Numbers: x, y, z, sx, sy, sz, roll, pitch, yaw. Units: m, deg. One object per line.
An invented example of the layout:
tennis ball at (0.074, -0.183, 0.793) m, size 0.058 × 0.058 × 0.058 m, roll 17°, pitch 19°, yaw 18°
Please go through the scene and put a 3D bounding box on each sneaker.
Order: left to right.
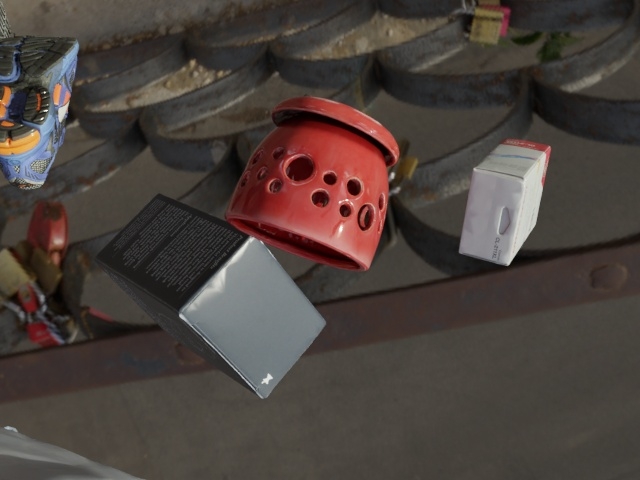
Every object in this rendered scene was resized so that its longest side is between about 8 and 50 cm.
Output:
sneaker at (-0.288, -0.135, 0.780) m, size 0.083 × 0.221 × 0.087 m, roll 3°, pitch 132°, yaw -4°

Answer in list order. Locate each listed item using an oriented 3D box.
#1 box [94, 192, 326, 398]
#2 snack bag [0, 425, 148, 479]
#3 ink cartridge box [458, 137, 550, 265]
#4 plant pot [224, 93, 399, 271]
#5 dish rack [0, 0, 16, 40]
box at (-0.236, 0.104, 1.644) m, size 0.212 × 0.395 × 0.293 m, roll -49°, pitch 129°, yaw -17°
snack bag at (-0.288, 0.110, 0.449) m, size 0.342 × 0.037 × 0.323 m, roll 13°, pitch 167°, yaw 16°
ink cartridge box at (0.258, -0.059, 1.095) m, size 0.072 × 0.175 × 0.127 m, roll 16°, pitch 115°, yaw 22°
plant pot at (-0.001, -0.070, 0.979) m, size 0.191 × 0.191 × 0.174 m, roll 23°, pitch 79°, yaw -11°
dish rack at (-0.604, -0.357, 1.382) m, size 0.074 × 0.271 × 0.208 m, roll -6°, pitch 148°, yaw -5°
